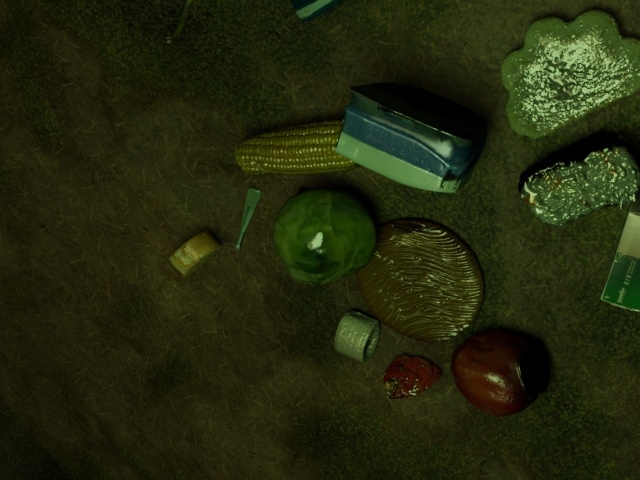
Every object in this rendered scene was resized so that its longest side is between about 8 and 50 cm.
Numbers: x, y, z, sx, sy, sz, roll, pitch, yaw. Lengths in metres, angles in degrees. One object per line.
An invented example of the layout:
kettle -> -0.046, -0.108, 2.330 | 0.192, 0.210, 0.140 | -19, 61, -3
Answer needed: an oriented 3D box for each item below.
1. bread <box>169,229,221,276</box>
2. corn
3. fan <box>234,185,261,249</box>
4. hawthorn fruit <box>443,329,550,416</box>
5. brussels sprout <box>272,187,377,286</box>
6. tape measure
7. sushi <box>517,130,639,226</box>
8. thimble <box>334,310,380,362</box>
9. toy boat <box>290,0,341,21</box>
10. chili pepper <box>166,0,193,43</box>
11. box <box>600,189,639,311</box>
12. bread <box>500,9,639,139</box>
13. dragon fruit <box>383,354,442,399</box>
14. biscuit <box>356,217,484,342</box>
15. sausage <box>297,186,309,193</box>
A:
bread -> -0.338, 0.033, 1.972 | 0.149, 0.122, 0.073 | -39, 88, 36
corn -> -0.036, -0.207, 1.684 | 0.363, 0.120, 0.121 | -1, 113, 30
fan -> -0.190, -0.054, 1.910 | 0.038, 0.016, 0.193 | 28, 124, 13
hawthorn fruit -> 0.378, 0.285, 1.656 | 0.251, 0.189, 0.190 | 19, 122, 28
brussels sprout -> 0.000, 0.000, 1.709 | 0.271, 0.219, 0.210 | 114, 145, -48
tape measure -> 0.189, -0.204, 1.468 | 0.259, 0.262, 0.138 | 28, 118, 15
sushi -> 0.494, -0.118, 1.420 | 0.225, 0.126, 0.136 | -17, 104, 33
thimble -> 0.090, 0.237, 1.841 | 0.090, 0.102, 0.115 | 21, 114, 23
toy boat -> 0.019, -0.511, 1.482 | 0.061, 0.096, 0.299 | 39, 156, -21
chili pepper -> -0.270, -0.607, 1.611 | 0.134, 0.131, 0.339 | 2, 113, 2
box -> 0.606, 0.016, 1.416 | 0.081, 0.135, 0.199 | 16, 121, 22
bread -> 0.452, -0.320, 1.389 | 0.286, 0.056, 0.207 | -30, 98, 35
dragon fruit -> 0.205, 0.334, 1.821 | 0.162, 0.106, 0.083 | -15, 104, 37
biscuit -> 0.225, 0.097, 1.733 | 0.317, 0.040, 0.318 | 13, 120, 24
sausage -> -0.058, -0.062, 1.811 | 0.048, 0.050, 0.145 | 10, 128, -23
